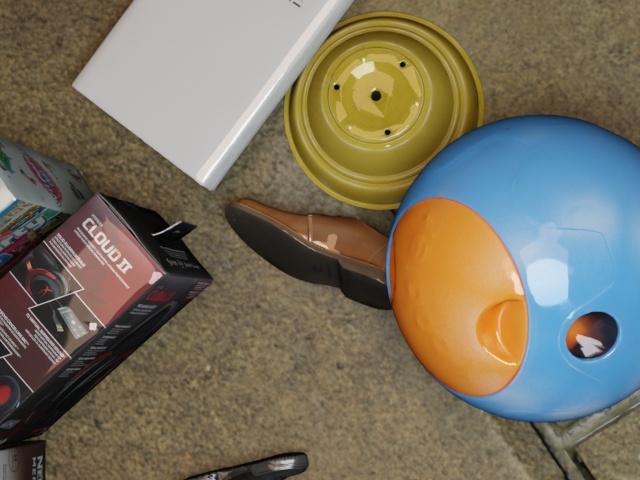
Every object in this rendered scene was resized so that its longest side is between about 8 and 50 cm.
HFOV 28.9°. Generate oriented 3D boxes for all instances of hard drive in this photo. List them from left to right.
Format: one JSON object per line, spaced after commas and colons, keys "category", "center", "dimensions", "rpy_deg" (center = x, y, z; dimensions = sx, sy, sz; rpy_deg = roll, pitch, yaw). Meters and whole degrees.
{"category": "hard drive", "center": [-0.102, -0.234, 1.337], "dimensions": [0.203, 0.040, 0.307], "rpy_deg": [37, 91, 20]}

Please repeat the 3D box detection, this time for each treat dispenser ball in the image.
{"category": "treat dispenser ball", "center": [0.205, 0.026, 1.167], "dimensions": [0.288, 0.288, 0.288], "rpy_deg": [-1, 85, 8]}

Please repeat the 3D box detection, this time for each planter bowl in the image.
{"category": "planter bowl", "center": [0.061, -0.144, 1.300], "dimensions": [0.217, 0.090, 0.217], "rpy_deg": [-1, 86, 8]}

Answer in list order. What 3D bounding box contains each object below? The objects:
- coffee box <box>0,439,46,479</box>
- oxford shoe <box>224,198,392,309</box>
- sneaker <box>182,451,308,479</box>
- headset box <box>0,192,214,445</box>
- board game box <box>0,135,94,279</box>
{"category": "coffee box", "center": [-0.355, 0.336, 1.293], "dimensions": [0.098, 0.141, 0.246], "rpy_deg": [-2, 84, 8]}
{"category": "oxford shoe", "center": [0.000, 0.000, 1.318], "dimensions": [0.212, 0.076, 0.076], "rpy_deg": [24, 59, 11]}
{"category": "sneaker", "center": [-0.086, 0.282, 1.308], "dimensions": [0.170, 0.051, 0.089], "rpy_deg": [-15, 84, 11]}
{"category": "headset box", "center": [-0.246, 0.074, 1.259], "dimensions": [0.293, 0.218, 0.110], "rpy_deg": [-42, 83, 2]}
{"category": "board game box", "center": [-0.359, 0.001, 1.236], "dimensions": [0.224, 0.303, 0.097], "rpy_deg": [-35, 82, 4]}
